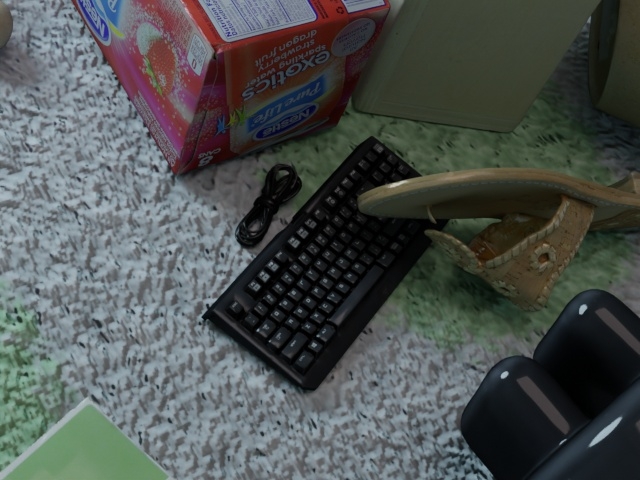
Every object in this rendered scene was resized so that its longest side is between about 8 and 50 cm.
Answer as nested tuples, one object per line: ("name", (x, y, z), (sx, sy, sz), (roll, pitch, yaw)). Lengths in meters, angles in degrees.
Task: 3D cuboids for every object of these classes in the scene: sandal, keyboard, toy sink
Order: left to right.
("keyboard", (0.000, 0.000, 0.749), (0.108, 0.023, 0.180), (36, 52, 7))
("toy sink", (0.111, -0.204, 0.793), (0.131, 0.234, 0.153), (6, 55, -14))
("sandal", (0.138, 0.004, 0.758), (0.240, 0.088, 0.079), (-2, 77, -31))

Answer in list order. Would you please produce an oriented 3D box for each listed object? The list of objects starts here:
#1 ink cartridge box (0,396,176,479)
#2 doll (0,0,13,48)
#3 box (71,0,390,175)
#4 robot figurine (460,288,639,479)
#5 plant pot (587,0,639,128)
("ink cartridge box", (-0.083, 0.210, 0.557), (0.235, 0.056, 0.171), (39, 54, 11))
("doll", (-0.275, -0.171, 0.751), (0.189, 0.046, 0.129), (28, 71, -2))
("box", (-0.086, -0.186, 0.781), (0.128, 0.122, 0.257), (-20, 65, -30))
("robot figurine", (0.197, 0.157, 0.613), (0.278, 0.209, 0.173), (48, 20, 16))
("plant pot", (0.333, -0.145, 0.848), (0.274, 0.256, 0.256), (5, 54, 4))
